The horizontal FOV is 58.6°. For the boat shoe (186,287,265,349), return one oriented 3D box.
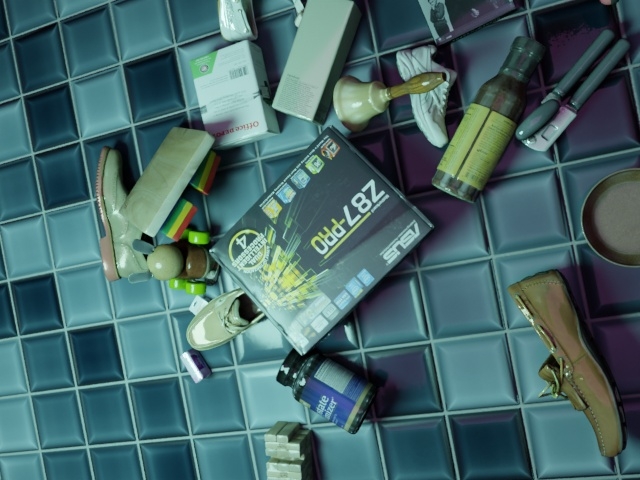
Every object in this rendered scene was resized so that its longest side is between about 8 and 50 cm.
[{"bbox_3d":[-0.202,0.172,1.368,0.302,0.098,0.109,-30,92,8],"label":"boat shoe"}]

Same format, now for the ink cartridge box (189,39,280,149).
[{"bbox_3d":[-0.203,-0.340,1.365,0.160,0.092,0.220,-12,90,18],"label":"ink cartridge box"}]

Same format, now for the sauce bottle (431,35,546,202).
[{"bbox_3d":[0.357,-0.249,1.191,0.111,0.111,0.344,30,101,13],"label":"sauce bottle"}]

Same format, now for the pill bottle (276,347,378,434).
[{"bbox_3d":[0.013,0.339,1.318,0.219,0.123,0.123,27,100,14],"label":"pill bottle"}]

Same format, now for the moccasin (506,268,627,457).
[{"bbox_3d":[0.497,0.252,1.158,0.147,0.139,0.380,-26,85,17],"label":"moccasin"}]

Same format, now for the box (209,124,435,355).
[{"bbox_3d":[0.000,0.000,1.248,0.395,0.097,0.318,-44,80,7],"label":"box"}]

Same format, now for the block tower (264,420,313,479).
[{"bbox_3d":[-0.070,0.618,1.372,0.090,0.097,0.336,-3,93,18],"label":"block tower"}]

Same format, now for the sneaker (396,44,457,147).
[{"bbox_3d":[0.247,-0.320,1.234,0.115,0.090,0.232,-19,88,13],"label":"sneaker"}]

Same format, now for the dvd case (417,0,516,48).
[{"bbox_3d":[0.293,-0.565,1.237,0.179,0.029,0.239,-22,86,17],"label":"dvd case"}]

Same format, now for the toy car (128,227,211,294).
[{"bbox_3d":[-0.374,0.050,1.372,0.149,0.188,0.155,9,97,43],"label":"toy car"}]

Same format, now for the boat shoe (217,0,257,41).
[{"bbox_3d":[-0.186,-0.591,1.299,0.096,0.098,0.277,8,136,12],"label":"boat shoe"}]

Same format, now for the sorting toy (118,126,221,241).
[{"bbox_3d":[-0.340,-0.131,1.340,0.257,0.089,0.255,22,80,56],"label":"sorting toy"}]

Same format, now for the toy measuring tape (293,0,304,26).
[{"bbox_3d":[-0.137,-0.643,1.316,0.121,0.121,0.330,-23,86,17],"label":"toy measuring tape"}]

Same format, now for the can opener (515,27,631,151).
[{"bbox_3d":[0.512,-0.301,1.157,0.074,0.093,0.280,41,98,12],"label":"can opener"}]

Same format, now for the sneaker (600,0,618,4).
[{"bbox_3d":[0.494,-0.590,1.148,0.136,0.116,0.314,-27,78,26],"label":"sneaker"}]

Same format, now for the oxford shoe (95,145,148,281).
[{"bbox_3d":[-0.502,-0.073,1.478,0.130,0.123,0.348,-6,90,-9],"label":"oxford shoe"}]

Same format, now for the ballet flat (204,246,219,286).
[{"bbox_3d":[-0.273,0.063,1.435,0.041,0.041,0.114,22,99,15],"label":"ballet flat"}]

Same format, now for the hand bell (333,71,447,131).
[{"bbox_3d":[0.157,-0.311,1.191,0.242,0.126,0.126,-4,92,44],"label":"hand bell"}]

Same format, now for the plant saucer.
[{"bbox_3d":[0.633,-0.046,1.156,0.198,0.036,0.199,1,93,18],"label":"plant saucer"}]

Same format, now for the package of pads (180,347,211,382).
[{"bbox_3d":[-0.318,0.318,1.455,0.032,0.050,0.083,-36,83,15],"label":"package of pads"}]

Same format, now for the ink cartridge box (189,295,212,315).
[{"bbox_3d":[-0.287,0.178,1.450,0.083,0.028,0.048,35,101,12],"label":"ink cartridge box"}]

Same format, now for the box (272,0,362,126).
[{"bbox_3d":[-0.008,-0.411,1.302,0.113,0.094,0.275,24,99,14],"label":"box"}]
